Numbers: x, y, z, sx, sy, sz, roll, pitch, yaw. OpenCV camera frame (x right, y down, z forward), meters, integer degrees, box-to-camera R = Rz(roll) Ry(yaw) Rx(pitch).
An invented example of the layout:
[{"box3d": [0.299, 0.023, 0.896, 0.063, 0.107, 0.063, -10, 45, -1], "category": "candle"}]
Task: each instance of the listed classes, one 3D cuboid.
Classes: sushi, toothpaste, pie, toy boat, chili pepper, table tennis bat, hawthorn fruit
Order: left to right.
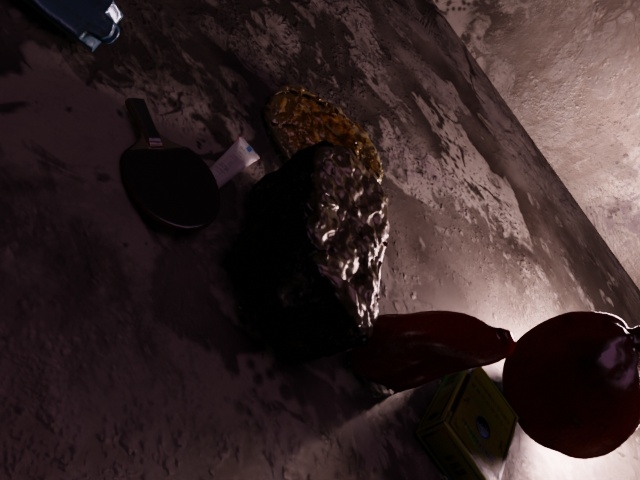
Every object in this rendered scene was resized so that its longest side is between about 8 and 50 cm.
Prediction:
[{"box3d": [-0.363, -0.350, 0.926, 0.215, 0.088, 0.102, 41, -1, -20], "category": "toy boat"}, {"box3d": [-0.211, -0.104, 0.914, 0.130, 0.019, 0.220, -9, 63, -42], "category": "table tennis bat"}, {"box3d": [-0.141, -0.111, 1.029, 0.048, 0.031, 0.190, 48, 29, -9], "category": "toothpaste"}, {"box3d": [0.000, 0.000, 0.976, 0.211, 0.171, 0.350, 40, 35, -26], "category": "sushi"}, {"box3d": [0.009, -0.186, 1.281, 0.274, 0.055, 0.274, 30, 38, -26], "category": "pie"}, {"box3d": [0.156, 0.145, 0.982, 0.136, 0.252, 0.144, -38, 100, -41], "category": "chili pepper"}, {"box3d": [0.504, 0.258, 1.284, 0.265, 0.307, 0.265, 34, 30, -23], "category": "hawthorn fruit"}]

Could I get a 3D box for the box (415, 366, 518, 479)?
[{"box3d": [0.247, 0.304, 1.121, 0.141, 0.064, 0.220, 55, 32, 0], "category": "box"}]
